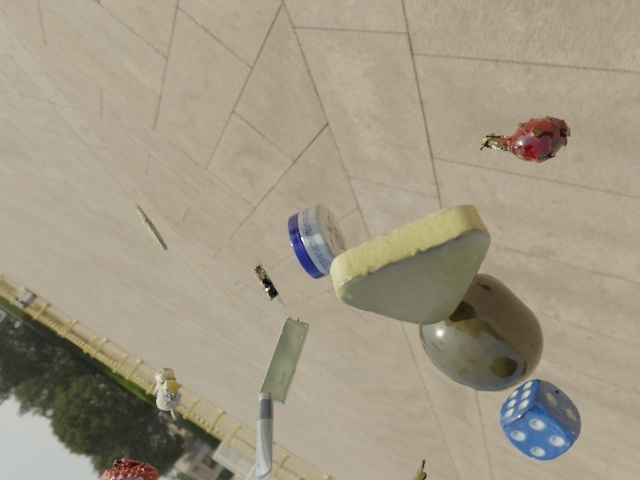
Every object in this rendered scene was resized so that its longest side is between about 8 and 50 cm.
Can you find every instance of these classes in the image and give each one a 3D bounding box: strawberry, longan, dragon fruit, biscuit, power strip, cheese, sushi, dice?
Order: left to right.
[{"bbox_3d":[-0.479,0.611,1.355,0.188,0.082,0.121,-26,123,26],"label":"strawberry"},{"bbox_3d":[-0.457,-0.032,1.418,0.152,0.020,0.152,48,162,21],"label":"biscuit"},{"bbox_3d":[-0.205,0.162,1.939,0.210,0.040,0.193,59,168,-5],"label":"sushi"},{"bbox_3d":[-0.137,0.463,2.066,0.106,0.367,0.043,12,147,11],"label":"power strip"},{"bbox_3d":[0.248,0.099,1.324,0.384,0.104,0.384,-9,140,-7],"label":"cheese"},{"bbox_3d":[0.467,0.269,1.558,0.361,0.361,0.361,28,155,14],"label":"longan"},{"bbox_3d":[0.521,-0.315,1.621,0.044,0.083,0.030,-19,100,25],"label":"cheese"},{"bbox_3d":[0.581,-0.285,1.511,0.246,0.125,0.125,4,140,33],"label":"dragon fruit"},{"bbox_3d":[0.548,0.446,1.313,0.146,0.143,0.146,42,123,4],"label":"dice"}]

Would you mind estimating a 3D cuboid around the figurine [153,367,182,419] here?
[{"bbox_3d":[-0.261,0.267,0.918,0.050,0.047,0.083,17,120,51],"label":"figurine"}]

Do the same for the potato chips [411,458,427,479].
[{"bbox_3d":[0.257,0.656,1.441,0.026,0.142,0.209,34,146,17],"label":"potato chips"}]

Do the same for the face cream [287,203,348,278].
[{"bbox_3d":[0.000,0.000,1.524,0.111,0.206,0.206,-23,128,19],"label":"face cream"}]

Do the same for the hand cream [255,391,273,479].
[{"bbox_3d":[-0.170,0.587,1.598,0.048,0.255,0.079,22,132,-26],"label":"hand cream"}]
